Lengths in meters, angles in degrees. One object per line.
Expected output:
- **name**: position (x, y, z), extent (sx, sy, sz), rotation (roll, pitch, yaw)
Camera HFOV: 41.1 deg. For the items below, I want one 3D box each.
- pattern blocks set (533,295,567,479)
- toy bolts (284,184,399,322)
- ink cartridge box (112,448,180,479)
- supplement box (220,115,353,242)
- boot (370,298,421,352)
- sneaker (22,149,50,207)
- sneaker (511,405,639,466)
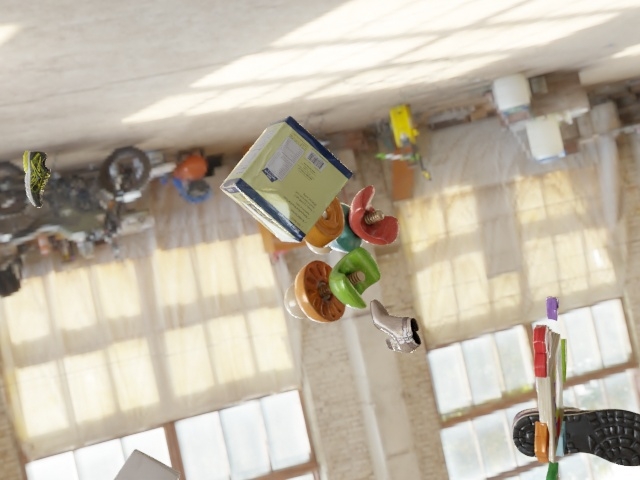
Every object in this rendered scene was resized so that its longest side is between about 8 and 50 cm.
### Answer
- **pattern blocks set**: position (0.377, 0.250, 1.401), extent (0.026, 0.324, 0.285), rotation (1, -163, 23)
- **toy bolts**: position (0.000, 0.000, 1.384), extent (0.158, 0.218, 0.228), rotation (-22, -159, 37)
- **ink cartridge box**: position (-0.296, 0.428, 1.321), extent (0.148, 0.086, 0.203), rotation (-59, 175, -33)
- **supplement box**: position (-0.032, -0.056, 0.795), extent (0.083, 0.083, 0.056), rotation (-53, -163, -12)
- **boot**: position (0.148, 0.160, 1.637), extent (0.042, 0.118, 0.087), rotation (-25, -179, -40)
- **sneaker**: position (-0.403, -0.089, 1.221), extent (0.035, 0.083, 0.031), rotation (-7, -172, -6)
- **sneaker**: position (0.510, 0.353, 1.628), extent (0.283, 0.107, 0.124), rotation (3, -173, 12)
